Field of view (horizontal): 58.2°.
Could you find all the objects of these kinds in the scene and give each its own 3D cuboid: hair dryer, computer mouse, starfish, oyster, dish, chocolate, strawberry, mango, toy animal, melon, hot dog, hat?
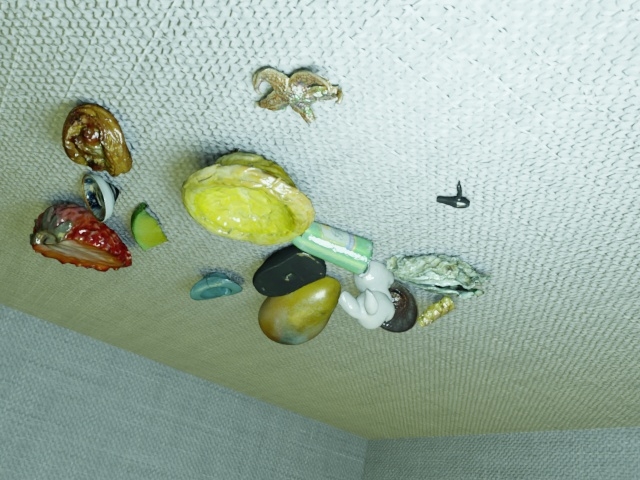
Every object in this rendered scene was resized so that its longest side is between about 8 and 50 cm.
[{"bbox_3d":[0.310,-0.111,1.341,0.078,0.031,0.083,12,139,21],"label":"hair dryer"},{"bbox_3d":[-0.097,0.087,1.791,0.269,0.086,0.137,-27,124,32],"label":"computer mouse"},{"bbox_3d":[-0.054,-0.295,1.153,0.209,0.053,0.150,-8,133,41],"label":"starfish"},{"bbox_3d":[0.336,0.098,1.628,0.267,0.112,0.198,14,173,-17],"label":"oyster"},{"bbox_3d":[-0.612,-0.130,1.643,0.141,0.078,0.141,21,122,39],"label":"dish"},{"bbox_3d":[0.000,0.000,1.591,0.291,0.110,0.110,21,151,-9],"label":"chocolate"},{"bbox_3d":[-0.755,-0.009,1.861,0.265,0.149,0.336,-11,154,26],"label":"strawberry"},{"bbox_3d":[-0.071,0.235,1.946,0.221,0.199,0.384,35,133,-21],"label":"mango"},{"bbox_3d":[0.147,0.156,1.717,0.127,0.193,0.179,-5,138,29],"label":"toy animal"},{"bbox_3d":[-0.540,-0.038,1.800,0.113,0.053,0.262,8,152,-6],"label":"melon"},{"bbox_3d":[-0.538,-0.234,1.402,0.160,0.099,0.227,11,149,3],"label":"hot dog"},{"bbox_3d":[-0.373,0.156,2.053,0.190,0.078,0.138,-12,155,6],"label":"hat"},{"bbox_3d":[0.243,0.197,1.862,0.193,0.082,0.193,14,117,29],"label":"hat"}]

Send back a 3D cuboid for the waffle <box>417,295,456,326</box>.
[{"bbox_3d":[0.377,0.210,1.786,0.192,0.046,0.160,-11,151,-51],"label":"waffle"}]

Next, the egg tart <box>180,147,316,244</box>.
[{"bbox_3d":[-0.171,-0.110,1.424,0.345,0.133,0.345,11,152,6],"label":"egg tart"}]
